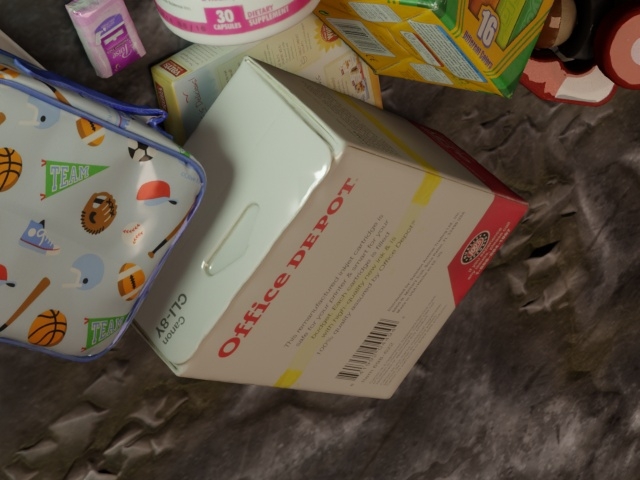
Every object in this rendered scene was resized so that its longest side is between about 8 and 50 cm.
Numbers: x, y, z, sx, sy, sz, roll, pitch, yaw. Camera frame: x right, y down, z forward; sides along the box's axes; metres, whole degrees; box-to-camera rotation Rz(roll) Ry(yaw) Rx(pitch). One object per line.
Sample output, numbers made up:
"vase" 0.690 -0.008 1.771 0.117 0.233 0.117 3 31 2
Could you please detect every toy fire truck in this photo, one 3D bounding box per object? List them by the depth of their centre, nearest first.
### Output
"toy fire truck" 0.271 -0.301 1.826 0.253 0.169 0.302 7 115 -19

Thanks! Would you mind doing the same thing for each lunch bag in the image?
"lunch bag" -0.250 -0.035 1.446 0.303 0.115 0.243 22 99 -47

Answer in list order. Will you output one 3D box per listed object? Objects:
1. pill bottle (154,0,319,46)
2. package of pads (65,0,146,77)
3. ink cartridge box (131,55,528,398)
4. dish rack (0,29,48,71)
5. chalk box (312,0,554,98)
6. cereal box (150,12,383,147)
"pill bottle" -0.093 -0.325 1.448 0.160 0.160 0.283 -33 135 -21
"package of pads" -0.198 -0.195 1.543 0.050 0.032 0.083 -35 137 -15
"ink cartridge box" 0.000 0.000 1.709 0.279 0.160 0.384 -54 149 14
"dish rack" -0.343 -0.051 1.486 0.285 0.072 0.333 -49 138 -2
"chalk box" 0.135 -0.313 1.624 0.180 0.179 0.289 38 72 -50
"cereal box" -0.050 -0.153 1.698 0.240 0.047 0.173 -31 136 -22
